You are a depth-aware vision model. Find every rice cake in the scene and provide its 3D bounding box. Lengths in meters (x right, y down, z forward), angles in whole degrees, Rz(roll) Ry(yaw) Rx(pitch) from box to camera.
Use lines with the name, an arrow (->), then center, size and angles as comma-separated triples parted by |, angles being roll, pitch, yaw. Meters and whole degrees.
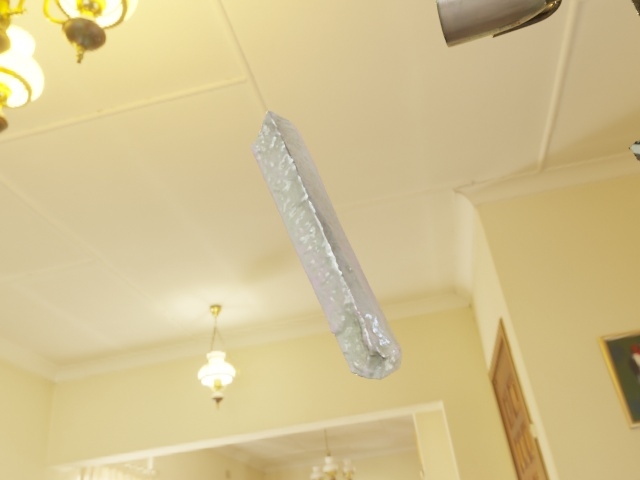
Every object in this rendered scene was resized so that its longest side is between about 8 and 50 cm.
rice cake -> 0.000, 0.000, 0.708 | 0.056, 0.365, 0.073 | -36, -23, 25

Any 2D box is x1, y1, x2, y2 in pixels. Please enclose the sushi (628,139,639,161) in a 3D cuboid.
sushi -> 0.441, -0.118, 0.591 | 0.047, 0.219, 0.231 | 21, -50, -25

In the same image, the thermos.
thermos -> 0.274, -0.352, 0.847 | 0.193, 0.105, 0.137 | -11, -21, 20

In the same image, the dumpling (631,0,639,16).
dumpling -> 0.531, -0.422, 0.860 | 0.166, 0.086, 0.332 | -8, -39, 10
